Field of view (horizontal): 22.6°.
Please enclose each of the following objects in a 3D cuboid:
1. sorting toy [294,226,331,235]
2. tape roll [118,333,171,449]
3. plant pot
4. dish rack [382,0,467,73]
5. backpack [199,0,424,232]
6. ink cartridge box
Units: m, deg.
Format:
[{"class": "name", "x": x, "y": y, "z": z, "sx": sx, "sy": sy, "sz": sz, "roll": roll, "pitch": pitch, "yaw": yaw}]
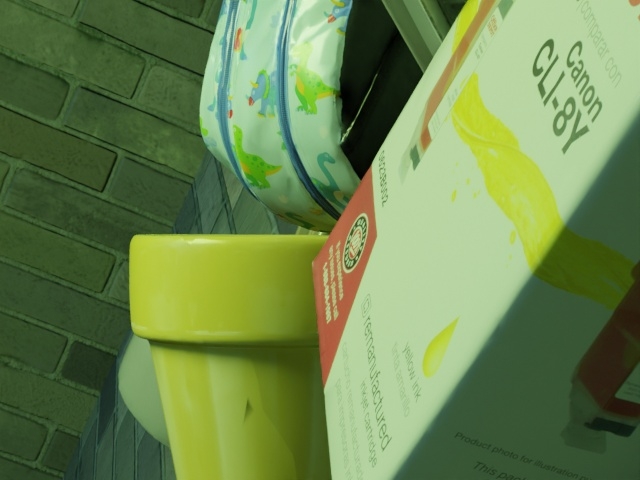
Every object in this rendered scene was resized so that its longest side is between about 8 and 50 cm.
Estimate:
[{"class": "sorting toy", "x": 0.000, "y": 0.000, "z": 1.857, "sx": 0.229, "sy": 0.041, "sz": 0.307, "roll": -177, "pitch": 109, "yaw": -82}, {"class": "tape roll", "x": -0.076, "y": 0.133, "z": 1.503, "sx": 0.219, "sy": 0.219, "sz": 0.072, "roll": -93, "pitch": 27, "yaw": -64}, {"class": "plant pot", "x": -0.027, "y": 0.113, "z": 1.294, "sx": 0.254, "sy": 0.254, "sz": 0.239, "roll": 179, "pitch": 90, "yaw": -77}, {"class": "dish rack", "x": 0.105, "y": -0.235, "z": 1.135, "sx": 0.333, "sy": 0.072, "sz": 0.285, "roll": 52, "pitch": -131, "yaw": -55}, {"class": "backpack", "x": 0.050, "y": -0.177, "z": 1.337, "sx": 0.273, "sy": 0.290, "sz": 0.355, "roll": -13, "pitch": 63, "yaw": 31}, {"class": "ink cartridge box", "x": 0.151, "y": -0.027, "z": 0.906, "sx": 0.384, "sy": 0.160, "sz": 0.279, "roll": -60, "pitch": 19, "yaw": 30}]
